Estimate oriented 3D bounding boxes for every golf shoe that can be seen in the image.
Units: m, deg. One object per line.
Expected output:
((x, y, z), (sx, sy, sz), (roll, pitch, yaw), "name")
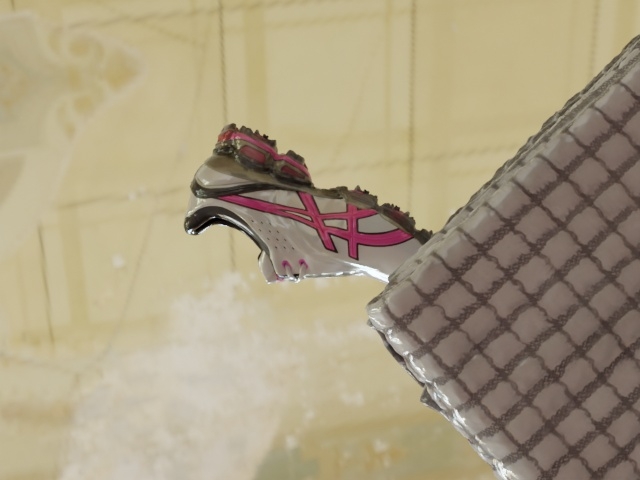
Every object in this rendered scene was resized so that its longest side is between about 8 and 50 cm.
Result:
((0.000, 0.000, 1.182), (0.186, 0.067, 0.086), (27, -100, 9), "golf shoe")

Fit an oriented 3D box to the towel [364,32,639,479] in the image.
((0.187, 0.026, 0.899), (0.283, 0.121, 0.235), (-44, -84, -4), "towel")
